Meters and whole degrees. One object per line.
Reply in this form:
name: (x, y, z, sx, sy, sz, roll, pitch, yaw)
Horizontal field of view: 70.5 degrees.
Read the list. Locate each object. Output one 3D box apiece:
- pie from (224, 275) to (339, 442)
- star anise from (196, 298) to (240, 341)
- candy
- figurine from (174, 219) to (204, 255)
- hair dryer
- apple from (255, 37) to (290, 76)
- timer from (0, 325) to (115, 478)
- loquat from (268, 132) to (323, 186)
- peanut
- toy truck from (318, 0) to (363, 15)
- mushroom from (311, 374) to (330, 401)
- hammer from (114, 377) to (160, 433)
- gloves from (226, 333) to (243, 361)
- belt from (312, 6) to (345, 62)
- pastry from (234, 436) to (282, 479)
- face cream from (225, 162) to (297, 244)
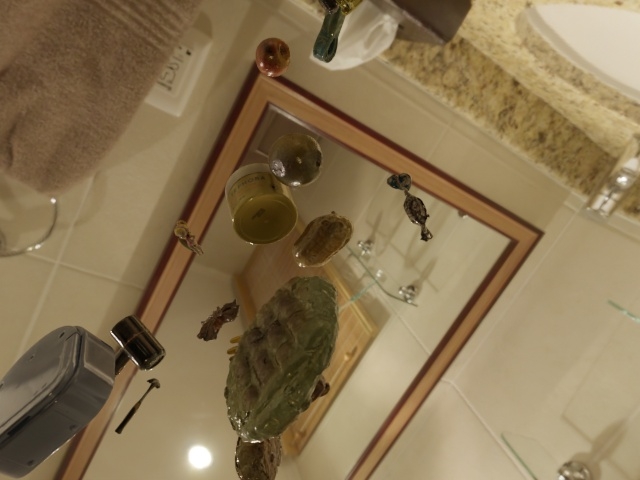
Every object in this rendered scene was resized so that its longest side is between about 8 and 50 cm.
pie: (-0.074, 0.187, 0.777, 0.071, 0.306, 0.306, 40, -171, -23)
star anise: (-0.397, 0.310, 1.769, 0.063, 0.208, 0.172, 52, 157, -21)
candy: (0.265, -0.094, 1.312, 0.051, 0.094, 0.226, -16, 110, 53)
figurine: (-0.610, -0.009, 2.105, 0.187, 0.083, 0.083, 50, -171, -14)
hair dryer: (-0.705, 0.451, 1.595, 0.189, 0.352, 0.107, 43, -167, 13)
apple: (-0.181, -0.708, 1.743, 0.146, 0.146, 0.146, 29, -166, -8)
timer: (-0.742, 0.415, 1.259, 0.173, 0.395, 0.395, 49, -178, -33)
loquat: (-0.074, -0.225, 1.278, 0.195, 0.152, 0.152, 3, 172, 42)
peanut: (0.000, 0.000, 1.381, 0.129, 0.224, 0.129, 42, -159, -19)
toy truck: (0.001, -0.680, 1.092, 0.286, 0.136, 0.111, 46, -171, 0)
mushroom: (-0.030, 0.493, 1.492, 0.087, 0.127, 0.127, 52, -166, -1)
hammer: (-0.611, 0.549, 1.511, 0.021, 0.078, 0.201, 21, -127, 16)
gloves: (-0.168, 0.313, 1.466, 0.133, 0.294, 0.116, 64, 176, -21)
belt: (0.047, -0.821, 1.684, 0.072, 0.302, 0.087, 37, -145, 26)
pastry: (-0.145, 0.508, 1.079, 0.153, 0.081, 0.153, -14, -90, -76)
face cream: (-0.200, -0.121, 1.519, 0.218, 0.218, 0.179, 21, -149, -35)
